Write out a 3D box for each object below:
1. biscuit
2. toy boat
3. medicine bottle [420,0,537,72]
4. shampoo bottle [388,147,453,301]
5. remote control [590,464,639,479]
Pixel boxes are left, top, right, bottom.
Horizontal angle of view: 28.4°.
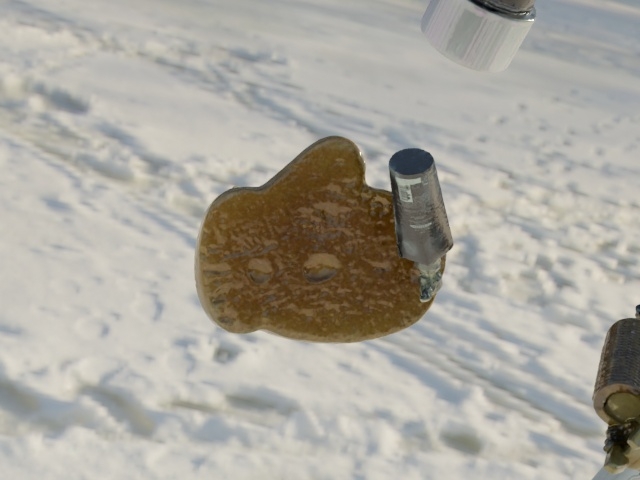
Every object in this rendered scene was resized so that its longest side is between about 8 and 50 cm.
[{"bbox_3d":[0.000,0.000,1.728,0.343,0.288,0.057,0,6,-5],"label":"biscuit"},{"bbox_3d":[0.404,0.172,1.593,0.115,0.089,0.310,33,41,-7],"label":"toy boat"},{"bbox_3d":[0.303,-0.471,2.015,0.242,0.395,0.242,22,34,-16],"label":"medicine bottle"},{"bbox_3d":[0.125,-0.016,1.569,0.057,0.208,0.063,19,49,34],"label":"shampoo bottle"},{"bbox_3d":[0.442,0.389,1.941,0.087,0.244,0.047,-4,47,-37],"label":"remote control"}]
